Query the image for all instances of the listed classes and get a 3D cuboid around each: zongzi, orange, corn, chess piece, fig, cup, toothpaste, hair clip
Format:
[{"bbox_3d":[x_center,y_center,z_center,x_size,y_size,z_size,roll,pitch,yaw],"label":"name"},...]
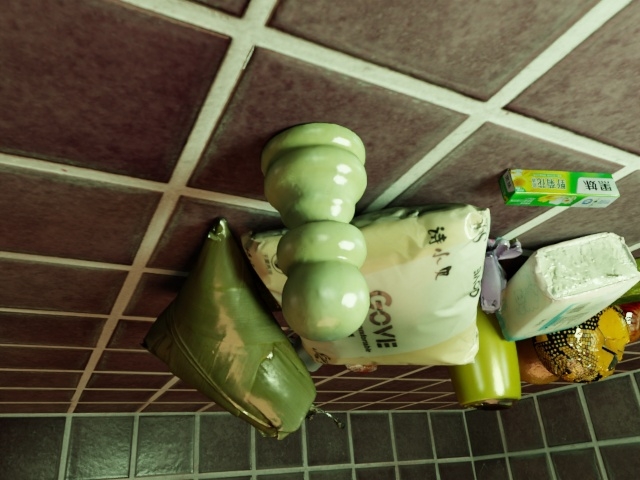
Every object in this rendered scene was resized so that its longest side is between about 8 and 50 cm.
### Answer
[{"bbox_3d":[-0.092,0.210,0.948,0.447,0.181,0.418,36,133,0],"label":"zongzi"},{"bbox_3d":[0.640,0.234,1.274,0.234,0.235,0.182,5,-173,-19],"label":"orange"},{"bbox_3d":[-0.127,0.118,1.072,0.165,0.063,0.085,-11,146,21],"label":"corn"},{"bbox_3d":[0.000,0.000,0.634,0.144,0.252,0.144,-5,155,-2],"label":"chess piece"},{"bbox_3d":[0.599,0.307,1.452,0.205,0.206,0.206,-4,154,-2],"label":"orange"},{"bbox_3d":[0.793,0.196,1.362,0.128,0.150,0.128,-15,138,-14],"label":"fig"},{"bbox_3d":[-0.027,0.281,1.405,0.128,0.095,0.129,34,142,-4],"label":"cup"},{"bbox_3d":[0.360,-0.079,0.776,0.178,0.043,0.037,1,151,-11],"label":"toothpaste"},{"bbox_3d":[0.320,0.049,1.000,0.136,0.090,0.278,0,149,20],"label":"hair clip"}]

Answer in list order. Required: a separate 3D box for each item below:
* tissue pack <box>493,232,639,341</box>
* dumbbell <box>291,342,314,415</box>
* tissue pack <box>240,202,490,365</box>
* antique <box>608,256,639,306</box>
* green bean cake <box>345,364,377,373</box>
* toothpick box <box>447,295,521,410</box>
[{"bbox_3d":[0.493,0.105,1.064,0.201,0.124,0.271,-15,154,-9],"label":"tissue pack"},{"bbox_3d":[-0.102,0.423,1.536,0.152,0.218,0.152,-4,155,-2],"label":"dumbbell"},{"bbox_3d":[0.099,0.080,0.899,0.389,0.195,0.376,-7,138,14],"label":"tissue pack"},{"bbox_3d":[0.689,0.095,1.147,0.220,0.081,0.080,-17,151,24],"label":"antique"},{"bbox_3d":[0.102,0.285,1.380,0.056,0.136,0.135,-25,152,23],"label":"green bean cake"},{"bbox_3d":[0.380,0.264,1.225,0.174,0.272,0.175,-4,154,-2],"label":"toothpick box"}]
